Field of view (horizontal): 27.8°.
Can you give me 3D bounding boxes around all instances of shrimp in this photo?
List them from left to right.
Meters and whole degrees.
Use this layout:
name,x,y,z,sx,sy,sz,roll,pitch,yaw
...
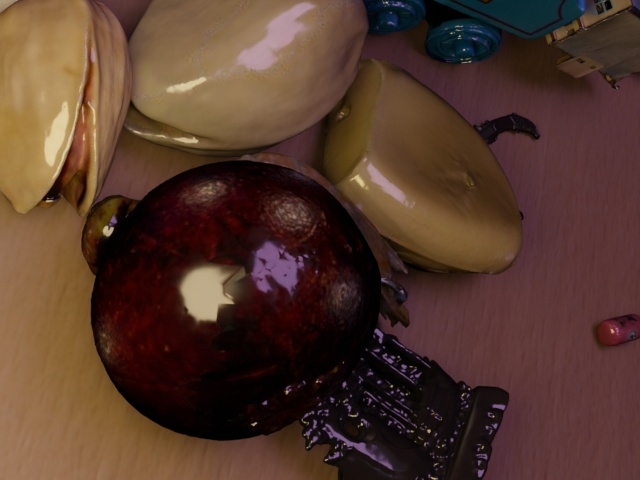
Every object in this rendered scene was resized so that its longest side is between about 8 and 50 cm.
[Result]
name,x,y,z,sx,sy,sz,roll,pitch,yaw
shrimp,-0.013,0.026,1.475,0.168,0.077,0.317,-48,117,0

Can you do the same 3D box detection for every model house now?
name,x,y,z,sx,sy,sz,roll,pitch,yaw
model house,0.399,-0.363,1.872,0.271,0.178,0.206,9,64,-52

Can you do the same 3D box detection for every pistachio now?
name,x,y,z,sx,sy,sz,roll,pitch,yaw
pistachio,-0.260,-0.137,1.289,0.157,0.157,0.229,6,83,-39
pistachio,-0.085,-0.210,1.438,0.332,0.208,0.226,-40,93,-27

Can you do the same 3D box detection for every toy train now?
name,x,y,z,sx,sy,sz,roll,pitch,yaw
toy train,0.191,-0.366,1.699,0.300,0.265,0.188,14,66,-35

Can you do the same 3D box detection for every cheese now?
name,x,y,z,sx,sy,sz,roll,pitch,yaw
cheese,0.140,-0.069,1.625,0.316,0.128,0.259,36,49,-29

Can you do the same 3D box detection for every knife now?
name,x,y,z,sx,sy,sz,roll,pitch,yaw
knife,0.238,-0.153,1.818,0.222,0.021,0.045,-13,84,-44

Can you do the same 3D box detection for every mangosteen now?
name,x,y,z,sx,sy,sz,roll,pitch,yaw
mangosteen,-0.086,0.047,1.273,0.297,0.297,0.293,20,44,-34

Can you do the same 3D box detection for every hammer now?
name,x,y,z,sx,sy,sz,roll,pitch,yaw
hammer,0.432,0.128,1.853,0.083,0.043,0.043,-7,77,-44

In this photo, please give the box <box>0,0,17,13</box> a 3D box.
name,x,y,z,sx,sy,sz,roll,pitch,yaw
box,-0.303,-0.321,1.380,0.199,0.081,0.135,-37,97,-42

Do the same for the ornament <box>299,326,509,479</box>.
name,x,y,z,sx,sy,sz,roll,pitch,yaw
ornament,0.076,0.200,1.485,0.260,0.106,0.251,39,43,-11

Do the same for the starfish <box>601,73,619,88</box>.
name,x,y,z,sx,sy,sz,roll,pitch,yaw
starfish,0.472,-0.398,2.071,0.303,0.113,0.312,51,56,-9
